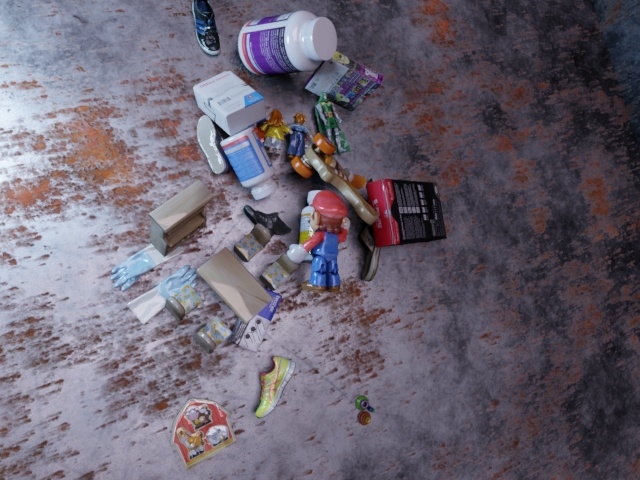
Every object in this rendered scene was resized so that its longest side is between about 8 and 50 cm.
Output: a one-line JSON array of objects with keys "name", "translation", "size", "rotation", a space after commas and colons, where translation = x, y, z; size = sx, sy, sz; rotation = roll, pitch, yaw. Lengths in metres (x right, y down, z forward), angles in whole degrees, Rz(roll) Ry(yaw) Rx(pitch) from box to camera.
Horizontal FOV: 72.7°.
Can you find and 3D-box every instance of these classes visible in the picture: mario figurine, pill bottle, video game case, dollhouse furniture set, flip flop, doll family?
[{"name": "mario figurine", "translation": [0.000, 0.000, 1.391], "size": [0.170, 0.198, 0.320], "rotation": [5, 89, 12]}, {"name": "pill bottle", "translation": [-0.109, -0.649, 1.440], "size": [0.181, 0.323, 0.181], "rotation": [-19, 116, -47]}, {"name": "video game case", "translation": [0.080, -0.569, 1.567], "size": [0.210, 0.232, 0.042], "rotation": [20, 75, -17]}, {"name": "pill bottle", "translation": [-0.230, -0.253, 1.455], "size": [0.124, 0.124, 0.221], "rotation": [-33, 109, -22]}, {"name": "dollhouse furniture set", "translation": [-0.305, 0.060, 1.287], "size": [0.394, 0.256, 0.362], "rotation": [47, 62, -1]}, {"name": "pill bottle", "translation": [-0.003, -0.044, 1.520], "size": [0.136, 0.136, 0.245], "rotation": [7, 81, -20]}, {"name": "flip flop", "translation": [0.181, 0.012, 1.613], "size": [0.080, 0.112, 0.277], "rotation": [13, 84, -5]}, {"name": "doll family", "translation": [-0.110, -0.370, 1.527], "size": [0.263, 0.118, 0.163], "rotation": [7, 84, -22]}]

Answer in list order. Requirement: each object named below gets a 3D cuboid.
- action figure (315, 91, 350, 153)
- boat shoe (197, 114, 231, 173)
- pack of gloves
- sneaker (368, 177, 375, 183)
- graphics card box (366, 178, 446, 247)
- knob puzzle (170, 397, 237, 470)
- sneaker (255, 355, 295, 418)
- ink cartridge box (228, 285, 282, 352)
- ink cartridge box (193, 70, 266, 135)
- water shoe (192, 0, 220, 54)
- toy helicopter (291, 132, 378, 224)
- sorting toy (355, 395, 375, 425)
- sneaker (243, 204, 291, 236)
[{"name": "action figure", "translation": [0.034, -0.438, 1.622], "size": [0.137, 0.063, 0.232], "rotation": [-18, 95, -34]}, {"name": "boat shoe", "translation": [-0.356, -0.320, 1.469], "size": [0.065, 0.075, 0.206], "rotation": [-10, 79, -65]}, {"name": "pack of gloves", "translation": [-0.511, 0.114, 1.352], "size": [0.232, 0.046, 0.195], "rotation": [-38, 97, -21]}, {"name": "sneaker", "translation": [0.229, -0.187, 1.680], "size": [0.067, 0.042, 0.118], "rotation": [-16, 97, -18]}, {"name": "graphics card box", "translation": [0.325, -0.102, 1.608], "size": [0.371, 0.094, 0.232], "rotation": [-6, 85, -45]}, {"name": "knob puzzle", "translation": [-0.372, 0.586, 1.356], "size": [0.213, 0.030, 0.213], "rotation": [3, 82, -21]}, {"name": "sneaker", "translation": [-0.168, 0.477, 1.431], "size": [0.094, 0.081, 0.208], "rotation": [32, 67, -8]}, {"name": "ink cartridge box", "translation": [-0.216, 0.258, 1.449], "size": [0.097, 0.046, 0.207], "rotation": [28, 74, -17]}, {"name": "ink cartridge box", "translation": [-0.298, -0.455, 1.432], "size": [0.148, 0.086, 0.203], "rotation": [-34, 60, -22]}, {"name": "water shoe", "translation": [-0.392, -0.740, 1.483], "size": [0.073, 0.080, 0.203], "rotation": [-19, 91, -22]}, {"name": "toy helicopter", "translation": [0.078, -0.194, 1.490], "size": [0.140, 0.235, 0.355], "rotation": [-43, 72, 19]}, {"name": "sorting toy", "translation": [0.165, 0.610, 1.557], "size": [0.061, 0.042, 0.102], "rotation": [-6, 85, -22]}, {"name": "sneaker", "translation": [-0.182, -0.073, 1.503], "size": [0.089, 0.051, 0.170], "rotation": [-44, 104, -20]}]
